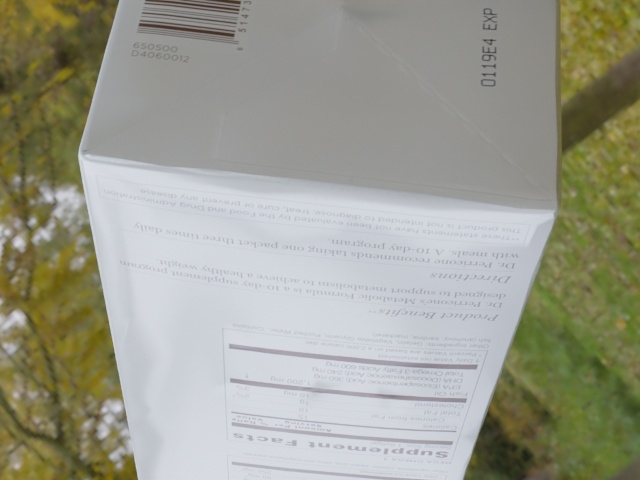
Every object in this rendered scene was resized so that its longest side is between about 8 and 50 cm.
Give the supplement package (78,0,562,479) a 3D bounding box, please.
[{"bbox_3d":[0.000,0.000,0.457,0.244,0.134,0.139,95,-178,-55],"label":"supplement package"}]
